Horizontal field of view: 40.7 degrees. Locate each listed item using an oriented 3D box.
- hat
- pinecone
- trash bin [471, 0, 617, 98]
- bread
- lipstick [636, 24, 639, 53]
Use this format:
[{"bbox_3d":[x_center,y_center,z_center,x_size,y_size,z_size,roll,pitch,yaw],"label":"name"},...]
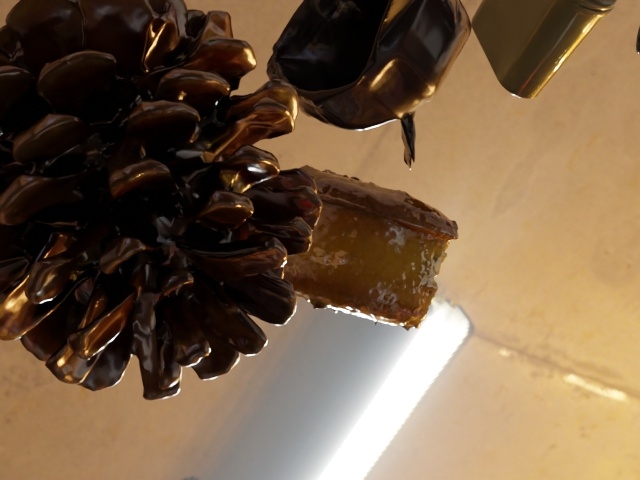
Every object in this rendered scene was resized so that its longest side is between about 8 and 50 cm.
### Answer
[{"bbox_3d":[0.106,-0.240,0.962,0.209,0.238,0.336,20,-43,-25],"label":"hat"},{"bbox_3d":[-0.120,-0.018,0.554,0.264,0.264,0.264,-10,-56,-15],"label":"pinecone"},{"bbox_3d":[0.396,-0.421,1.567,0.121,0.243,0.247,-4,-32,-25],"label":"trash bin"},{"bbox_3d":[0.000,0.000,1.191,0.179,0.340,0.194,13,-88,-47],"label":"bread"},{"bbox_3d":[0.591,-0.331,1.367,0.253,0.077,0.079,-20,-58,-41],"label":"lipstick"}]
